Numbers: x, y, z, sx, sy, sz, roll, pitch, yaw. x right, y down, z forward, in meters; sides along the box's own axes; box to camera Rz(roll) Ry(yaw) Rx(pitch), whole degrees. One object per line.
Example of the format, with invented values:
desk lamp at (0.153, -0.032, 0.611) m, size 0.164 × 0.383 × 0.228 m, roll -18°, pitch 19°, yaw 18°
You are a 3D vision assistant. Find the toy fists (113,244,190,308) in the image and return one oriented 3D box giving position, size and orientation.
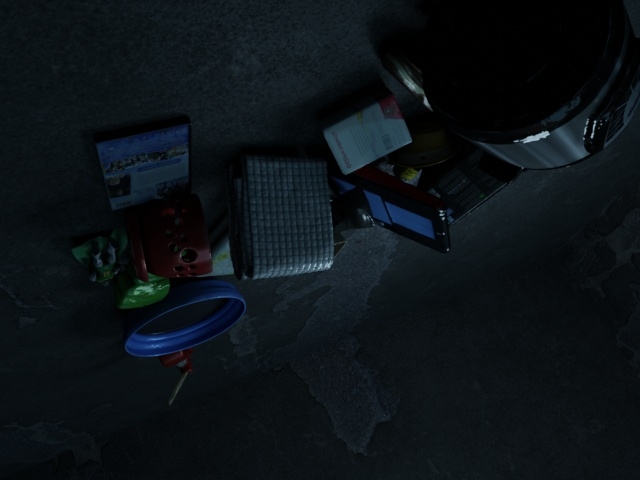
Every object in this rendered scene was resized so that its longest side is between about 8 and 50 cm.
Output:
toy fists at (-0.463, 0.090, 1.534) m, size 0.142 × 0.096 × 0.279 m, roll -15°, pitch 157°, yaw -49°

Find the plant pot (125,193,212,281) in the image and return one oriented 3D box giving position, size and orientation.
plant pot at (-0.349, -0.004, 1.318) m, size 0.174 × 0.191 × 0.191 m, roll -9°, pitch 155°, yaw -16°

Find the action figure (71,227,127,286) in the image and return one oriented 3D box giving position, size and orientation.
action figure at (-0.536, 0.058, 1.429) m, size 0.137 × 0.063 × 0.232 m, roll -18°, pitch 161°, yaw -26°

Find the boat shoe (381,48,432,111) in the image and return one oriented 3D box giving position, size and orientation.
boat shoe at (0.213, -0.364, 1.232) m, size 0.095 × 0.095 × 0.257 m, roll -47°, pitch 159°, yaw 16°

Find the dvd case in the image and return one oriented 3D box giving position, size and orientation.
dvd case at (-0.354, -0.151, 1.184) m, size 0.180 × 0.022 × 0.253 m, roll -18°, pitch 157°, yaw -20°

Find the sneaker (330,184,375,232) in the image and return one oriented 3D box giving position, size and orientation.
sneaker at (0.052, -0.060, 1.437) m, size 0.130 × 0.109 × 0.286 m, roll -19°, pitch 175°, yaw -9°

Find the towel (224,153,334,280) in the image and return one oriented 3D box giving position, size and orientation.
towel at (-0.101, -0.056, 1.358) m, size 0.235 × 0.283 × 0.121 m, roll -5°, pitch 178°, yaw -33°

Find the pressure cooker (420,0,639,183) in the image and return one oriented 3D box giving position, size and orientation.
pressure cooker at (0.439, -0.338, 1.157) m, size 0.370 × 0.375 × 0.420 m, roll -20°, pitch 164°, yaw 31°

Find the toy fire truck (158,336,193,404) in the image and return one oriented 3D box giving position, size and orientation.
toy fire truck at (-0.525, 0.438, 2.059) m, size 0.159 × 0.246 × 0.217 m, roll -24°, pitch 159°, yaw -5°

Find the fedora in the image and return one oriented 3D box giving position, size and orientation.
fedora at (0.264, -0.256, 1.489) m, size 0.194 × 0.194 × 0.079 m, roll -21°, pitch 119°, yaw -11°

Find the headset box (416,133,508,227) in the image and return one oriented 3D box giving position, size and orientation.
headset box at (0.398, -0.205, 1.566) m, size 0.246 × 0.131 × 0.283 m, roll -41°, pitch -167°, yaw 34°

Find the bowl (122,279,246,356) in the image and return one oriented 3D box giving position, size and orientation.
bowl at (-0.431, 0.245, 1.821) m, size 0.391 × 0.077 × 0.391 m, roll -22°, pitch 157°, yaw -10°

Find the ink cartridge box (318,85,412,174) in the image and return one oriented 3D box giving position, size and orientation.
ink cartridge box at (0.099, -0.249, 1.304) m, size 0.175 × 0.072 × 0.127 m, roll -26°, pitch 123°, yaw 4°

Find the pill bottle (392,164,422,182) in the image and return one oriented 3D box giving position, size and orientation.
pill bottle at (0.260, -0.222, 1.626) m, size 0.065 × 0.065 × 0.116 m, roll -8°, pitch 152°, yaw -37°

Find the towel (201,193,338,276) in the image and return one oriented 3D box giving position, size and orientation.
towel at (-0.158, -0.017, 1.626) m, size 0.321 × 0.090 × 0.374 m, roll 1°, pitch 146°, yaw -44°

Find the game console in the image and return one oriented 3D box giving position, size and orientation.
game console at (0.179, -0.090, 1.522) m, size 0.060 × 0.342 × 0.386 m, roll -58°, pitch 159°, yaw -6°

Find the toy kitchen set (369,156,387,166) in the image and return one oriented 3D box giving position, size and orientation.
toy kitchen set at (0.134, -0.234, 1.498) m, size 0.068 × 0.075 × 0.083 m, roll -18°, pitch -157°, yaw -10°

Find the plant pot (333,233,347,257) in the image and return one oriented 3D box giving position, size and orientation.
plant pot at (0.000, 0.000, 1.816) m, size 0.109 × 0.096 × 0.109 m, roll -11°, pitch 154°, yaw -31°
